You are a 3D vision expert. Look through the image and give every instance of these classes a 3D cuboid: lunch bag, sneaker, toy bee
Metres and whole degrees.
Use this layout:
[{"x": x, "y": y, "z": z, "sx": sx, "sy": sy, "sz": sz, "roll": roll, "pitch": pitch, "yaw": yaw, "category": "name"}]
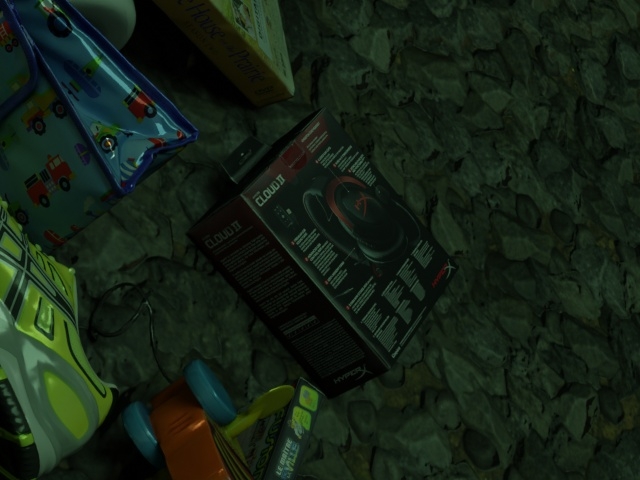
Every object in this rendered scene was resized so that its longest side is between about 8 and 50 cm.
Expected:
[{"x": -0.301, "y": -0.143, "z": 1.351, "sx": 0.293, "sy": 0.221, "sz": 0.138, "roll": 52, "pitch": 42, "yaw": -7, "category": "lunch bag"}, {"x": -0.319, "y": 0.033, "z": 1.302, "sx": 0.147, "sy": 0.145, "sz": 0.384, "roll": -25, "pitch": 95, "yaw": -48, "category": "sneaker"}, {"x": -0.112, "y": 0.182, "z": 1.390, "sx": 0.162, "sy": 0.195, "sz": 0.298, "roll": 52, "pitch": 24, "yaw": -44, "category": "toy bee"}]

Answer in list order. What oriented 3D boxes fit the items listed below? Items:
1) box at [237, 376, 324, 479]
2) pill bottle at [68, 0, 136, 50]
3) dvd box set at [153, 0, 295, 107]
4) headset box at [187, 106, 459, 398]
[{"x": -0.070, "y": 0.245, "z": 1.423, "sx": 0.036, "sy": 0.114, "sz": 0.207, "roll": 39, "pitch": 46, "yaw": -20, "category": "box"}, {"x": -0.319, "y": -0.355, "z": 1.485, "sx": 0.188, "sy": 0.188, "sz": 0.333, "roll": 2, "pitch": 65, "yaw": -43, "category": "pill bottle"}, {"x": -0.155, "y": -0.370, "z": 1.595, "sx": 0.420, "sy": 0.062, "sz": 0.307, "roll": 42, "pitch": 33, "yaw": -62, "category": "dvd box set"}, {"x": 0.000, "y": 0.000, "z": 1.635, "sx": 0.293, "sy": 0.110, "sz": 0.218, "roll": 49, "pitch": 42, "yaw": -10, "category": "headset box"}]
